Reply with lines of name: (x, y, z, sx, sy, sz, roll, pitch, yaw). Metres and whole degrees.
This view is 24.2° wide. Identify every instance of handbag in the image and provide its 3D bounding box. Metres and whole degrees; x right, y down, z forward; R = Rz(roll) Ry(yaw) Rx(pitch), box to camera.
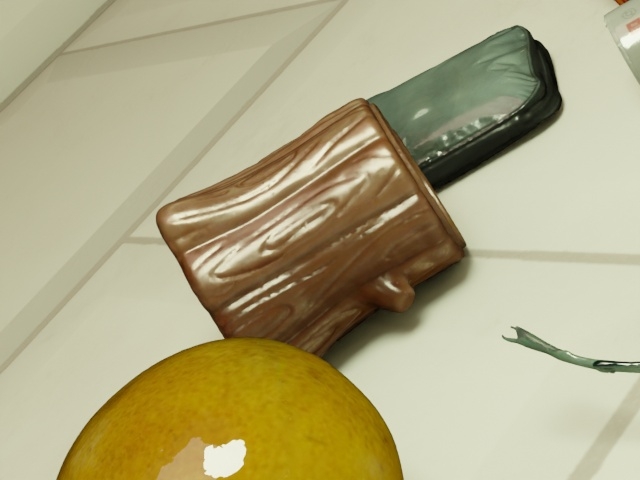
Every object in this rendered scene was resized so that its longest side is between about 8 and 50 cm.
handbag: (0.090, -0.105, 1.555, 0.332, 0.075, 0.191, -27, 29, 17)

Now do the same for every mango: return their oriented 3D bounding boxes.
mango: (-0.079, 0.188, 1.097, 0.264, 0.221, 0.378, -45, 14, -3)

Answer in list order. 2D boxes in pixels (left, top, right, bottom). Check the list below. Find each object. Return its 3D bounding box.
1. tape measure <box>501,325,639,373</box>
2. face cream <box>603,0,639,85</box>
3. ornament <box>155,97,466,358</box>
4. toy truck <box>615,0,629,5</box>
tape measure: (0.290, 0.023, 1.015, 0.330, 0.084, 0.164, -21, 27, 32)
face cream: (0.366, -0.212, 1.312, 0.214, 0.096, 0.096, -30, 25, 18)
ornament: (0.000, 0.000, 1.348, 0.218, 0.235, 0.221, -33, 49, 6)
toy truck: (0.363, -0.333, 1.453, 0.107, 0.114, 0.253, -53, 9, -32)
